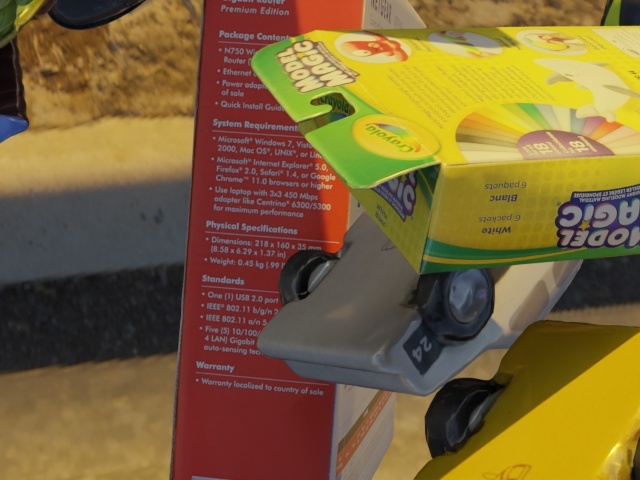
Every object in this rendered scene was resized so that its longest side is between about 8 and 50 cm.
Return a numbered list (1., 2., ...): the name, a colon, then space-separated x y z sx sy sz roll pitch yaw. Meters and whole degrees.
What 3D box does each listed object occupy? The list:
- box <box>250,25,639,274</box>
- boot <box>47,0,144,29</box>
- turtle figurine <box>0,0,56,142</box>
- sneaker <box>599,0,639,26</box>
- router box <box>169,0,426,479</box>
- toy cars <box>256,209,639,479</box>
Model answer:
1. box: 0.072 -0.035 0.453 0.179 0.105 0.043 -2 121 -23
2. boot: -0.149 -0.258 1.230 0.263 0.229 0.091 -30 110 7
3. turtle figurine: -0.173 -0.201 0.617 0.274 0.198 0.266 47 53 -21
4. sneaker: 0.294 -0.108 0.957 0.300 0.121 0.111 38 64 -41
5. router box: 0.000 0.000 0.817 0.082 0.335 0.301 5 93 9
6. toy cars: 0.065 0.062 0.508 0.177 0.393 0.087 -26 117 16
